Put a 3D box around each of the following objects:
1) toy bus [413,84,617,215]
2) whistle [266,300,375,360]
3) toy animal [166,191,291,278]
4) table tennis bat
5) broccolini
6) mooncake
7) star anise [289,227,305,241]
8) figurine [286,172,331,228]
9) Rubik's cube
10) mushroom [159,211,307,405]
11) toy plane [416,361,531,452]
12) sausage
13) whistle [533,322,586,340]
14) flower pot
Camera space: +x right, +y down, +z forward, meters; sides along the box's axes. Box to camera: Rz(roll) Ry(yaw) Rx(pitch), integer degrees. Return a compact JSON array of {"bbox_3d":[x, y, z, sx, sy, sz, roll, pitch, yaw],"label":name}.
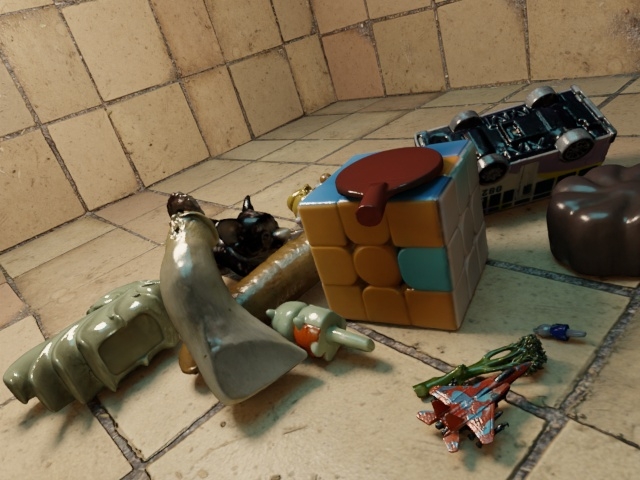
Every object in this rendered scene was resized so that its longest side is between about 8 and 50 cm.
[{"bbox_3d":[0.486,-0.213,1.238,0.440,0.249,0.209,-16,54,3],"label":"toy bus"},{"bbox_3d":[-0.008,0.178,0.922,0.253,0.105,0.102,8,11,35],"label":"whistle"},{"bbox_3d":[-0.235,-0.006,1.228,0.345,0.302,0.194,-6,30,25],"label":"toy animal"},{"bbox_3d":[0.115,-0.112,0.836,0.201,0.038,0.310,-7,27,22],"label":"table tennis bat"},{"bbox_3d":[0.258,0.218,0.754,0.216,0.058,0.067,-24,-17,2],"label":"broccolini"},{"bbox_3d":[0.621,-0.048,0.936,0.306,0.154,0.306,-16,26,8],"label":"mooncake"},{"bbox_3d":[0.014,0.002,1.279,0.172,0.063,0.208,9,6,40],"label":"star anise"},{"bbox_3d":[0.038,-0.094,1.426,0.275,0.193,0.133,13,30,-35],"label":"figurine"},{"bbox_3d":[0.172,-0.019,0.995,0.292,0.291,0.290,0,29,32],"label":"Rubik's cube"},{"bbox_3d":[-0.211,0.117,0.907,0.177,0.397,0.126,-30,-17,-24],"label":"mushroom"},{"bbox_3d":[0.242,0.237,0.694,0.189,0.061,0.130,-21,24,-17],"label":"toy plane"},{"bbox_3d":[-0.118,0.118,1.068,0.501,0.123,0.136,-39,26,-24],"label":"sausage"},{"bbox_3d":[0.407,0.155,0.795,0.033,0.029,0.083,-19,12,-43],"label":"whistle"},{"bbox_3d":[-0.494,0.234,1.062,0.254,0.164,0.367,-2,28,42],"label":"flower pot"}]
